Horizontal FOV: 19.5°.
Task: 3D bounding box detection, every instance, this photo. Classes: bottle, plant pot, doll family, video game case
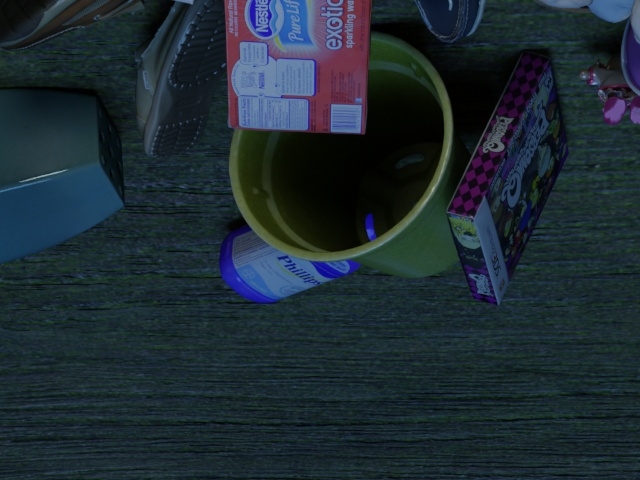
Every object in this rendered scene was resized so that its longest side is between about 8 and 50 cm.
[{"bbox_3d":[0.000,0.000,2.460,0.283,0.092,0.118,-21,142,34],"label":"bottle"},{"bbox_3d":[0.072,-0.074,2.199,0.276,0.276,0.254,-11,159,23],"label":"plant pot"},{"bbox_3d":[0.428,-0.152,2.114,0.263,0.163,0.118,-2,118,10],"label":"doll family"},{"bbox_3d":[0.223,-0.071,2.190,0.042,0.232,0.210,17,155,22],"label":"video game case"},{"bbox_3d":[-0.367,-0.084,2.285,0.234,0.165,0.165,-11,148,7],"label":"plant pot"}]

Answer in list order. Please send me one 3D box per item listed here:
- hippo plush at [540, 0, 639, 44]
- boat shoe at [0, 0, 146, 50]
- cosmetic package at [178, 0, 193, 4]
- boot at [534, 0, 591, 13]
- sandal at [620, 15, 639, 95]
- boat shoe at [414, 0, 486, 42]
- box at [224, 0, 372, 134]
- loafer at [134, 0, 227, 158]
[{"bbox_3d":[0.351,-0.290,1.733,0.234,0.236,0.294,-14,133,-30],"label":"hippo plush"},{"bbox_3d":[-0.228,-0.281,1.970,0.120,0.122,0.324,23,145,-38],"label":"boat shoe"},{"bbox_3d":[-0.141,-0.352,1.786,0.099,0.060,0.239,9,118,-15],"label":"cosmetic package"},{"bbox_3d":[0.250,-0.329,1.873,0.248,0.090,0.207,16,150,-15],"label":"boot"},{"bbox_3d":[0.443,-0.272,1.864,0.102,0.169,0.416,7,154,-41],"label":"sandal"},{"bbox_3d":[0.108,-0.293,1.851,0.095,0.079,0.254,16,140,24],"label":"boat shoe"},{"bbox_3d":[-0.022,-0.261,1.916,0.154,0.142,0.300,1,139,2],"label":"box"},{"bbox_3d":[-0.162,-0.208,2.115,0.102,0.092,0.268,-14,146,-36],"label":"loafer"}]
